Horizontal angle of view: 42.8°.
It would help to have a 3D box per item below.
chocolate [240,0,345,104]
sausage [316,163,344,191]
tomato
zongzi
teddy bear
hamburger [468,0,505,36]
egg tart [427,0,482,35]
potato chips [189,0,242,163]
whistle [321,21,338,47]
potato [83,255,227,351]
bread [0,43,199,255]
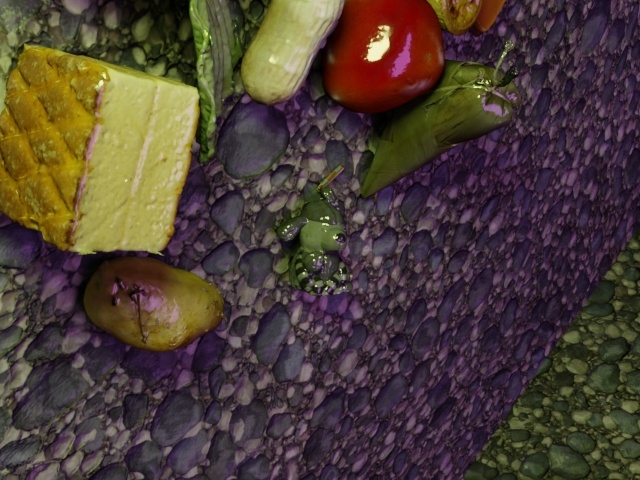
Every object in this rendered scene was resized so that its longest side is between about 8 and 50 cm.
[{"bbox_3d":[-0.048,-0.393,1.529,0.134,0.134,0.309,5,118,-49],"label":"chocolate"},{"bbox_3d":[0.024,-0.146,1.907,0.100,0.015,0.015,-46,137,-23],"label":"sausage"},{"bbox_3d":[0.141,-0.407,1.747,0.299,0.226,0.298,-21,123,-38],"label":"tomato"},{"bbox_3d":[0.283,-0.237,1.845,0.181,0.447,0.418,27,92,-26],"label":"zongzi"},{"bbox_3d":[-0.011,0.015,1.854,0.171,0.144,0.250,-17,118,-27],"label":"teddy bear"},{"bbox_3d":[0.400,-0.600,2.051,0.165,0.087,0.137,-59,141,-7],"label":"hamburger"},{"bbox_3d":[0.272,-0.573,1.864,0.203,0.147,0.202,-23,120,-47],"label":"egg tart"},{"bbox_3d":[-0.202,-0.349,1.391,0.097,0.373,0.389,-4,114,1],"label":"potato chips"},{"bbox_3d":[-0.025,-0.439,1.646,0.110,0.092,0.244,37,82,-20],"label":"whistle"},{"bbox_3d":[-0.309,0.128,1.569,0.300,0.140,0.172,22,86,-47],"label":"potato"},{"bbox_3d":[-0.358,-0.144,1.284,0.207,0.279,0.278,3,103,-47],"label":"bread"}]
